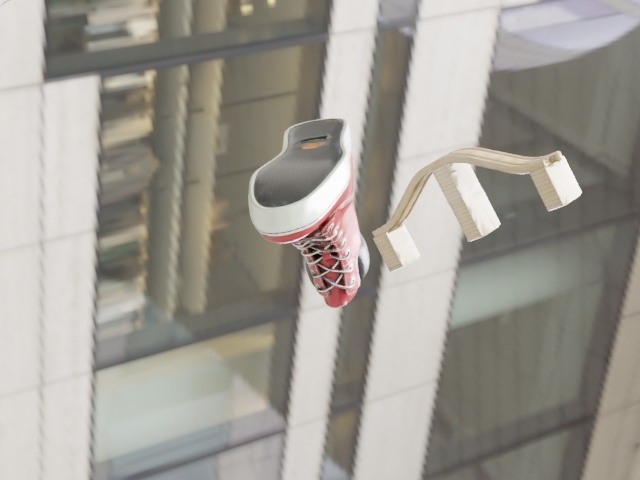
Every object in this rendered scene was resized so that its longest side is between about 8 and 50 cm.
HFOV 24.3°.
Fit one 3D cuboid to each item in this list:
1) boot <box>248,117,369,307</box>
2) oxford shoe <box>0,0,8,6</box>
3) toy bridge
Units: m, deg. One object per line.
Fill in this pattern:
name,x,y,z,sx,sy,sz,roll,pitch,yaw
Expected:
boot,0.000,0.000,1.390,0.244,0.088,0.176,-63,146,-68
oxford shoe,-0.352,-0.162,1.214,0.130,0.364,0.133,-2,-53,34
toy bridge,0.102,-0.032,1.048,0.188,0.026,0.063,-24,-86,49
